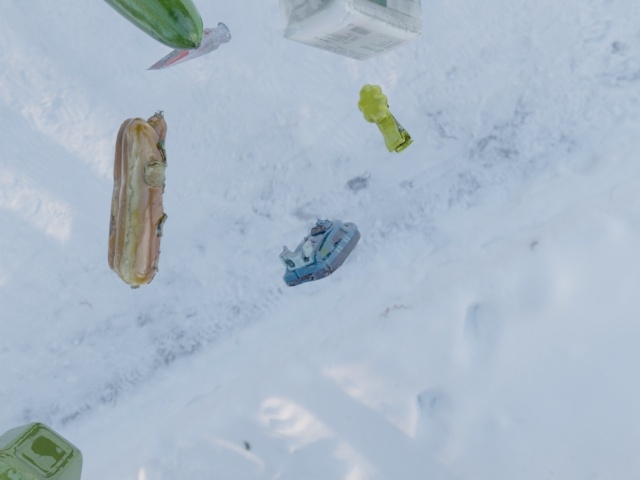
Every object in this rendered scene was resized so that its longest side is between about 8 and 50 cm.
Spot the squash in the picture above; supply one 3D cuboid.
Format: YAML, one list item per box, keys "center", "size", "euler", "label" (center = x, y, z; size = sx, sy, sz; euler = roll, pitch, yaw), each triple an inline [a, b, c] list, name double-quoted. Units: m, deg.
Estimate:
- center: [-0.345, -0.447, 0.884]
  size: [0.395, 0.107, 0.107]
  euler: [37, 113, -11]
  label: "squash"

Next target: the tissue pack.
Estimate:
- center: [0.090, -0.666, 1.605]
  size: [0.266, 0.357, 0.193]
  euler: [-7, 88, 44]
  label: "tissue pack"

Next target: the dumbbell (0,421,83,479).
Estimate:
- center: [-0.335, 0.137, 0.429]
  size: [0.302, 0.121, 0.108]
  euler: [39, 94, -4]
  label: "dumbbell"

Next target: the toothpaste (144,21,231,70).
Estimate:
- center: [-0.327, -0.475, 1.388]
  size: [0.234, 0.089, 0.057]
  euler: [-42, 125, -27]
  label: "toothpaste"

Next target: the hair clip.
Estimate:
- center: [0.131, -0.266, 1.199]
  size: [0.046, 0.173, 0.072]
  euler: [-5, 152, -50]
  label: "hair clip"

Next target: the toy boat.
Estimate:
- center: [0.000, 0.000, 1.286]
  size: [0.134, 0.299, 0.092]
  euler: [-20, 104, 23]
  label: "toy boat"

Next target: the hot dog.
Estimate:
- center: [-0.263, -0.056, 0.806]
  size: [0.072, 0.109, 0.269]
  euler: [3, 102, -34]
  label: "hot dog"
